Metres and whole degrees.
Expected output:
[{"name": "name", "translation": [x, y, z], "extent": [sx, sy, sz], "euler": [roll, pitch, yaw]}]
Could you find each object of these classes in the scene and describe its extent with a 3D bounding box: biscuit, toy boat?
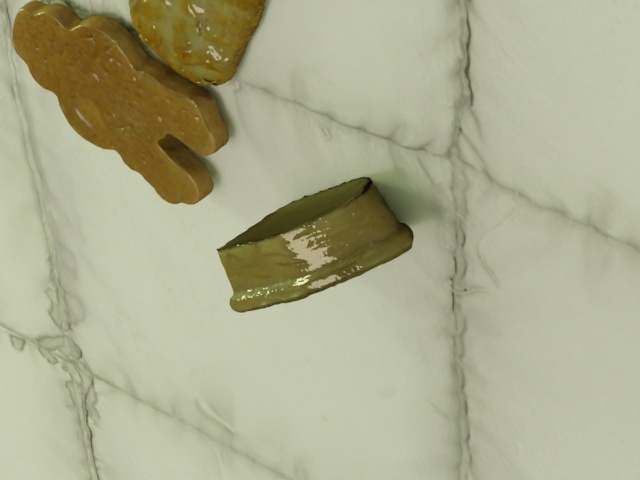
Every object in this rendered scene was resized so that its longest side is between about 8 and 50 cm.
[{"name": "biscuit", "translation": [-0.094, -0.217, 1.477], "extent": [0.118, 0.029, 0.247], "euler": [40, 143, 11]}, {"name": "toy boat", "translation": [0.000, 0.000, 1.503], "extent": [0.188, 0.116, 0.061], "euler": [-16, 103, 53]}, {"name": "biscuit", "translation": [-0.181, -0.130, 1.641], "extent": [0.236, 0.040, 0.144], "euler": [39, 136, 16]}]
